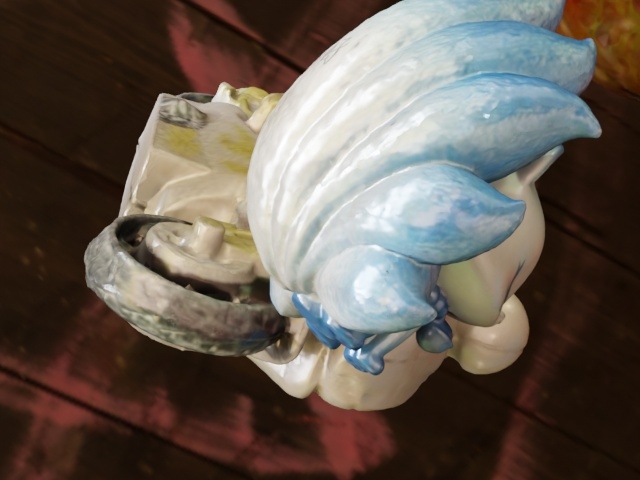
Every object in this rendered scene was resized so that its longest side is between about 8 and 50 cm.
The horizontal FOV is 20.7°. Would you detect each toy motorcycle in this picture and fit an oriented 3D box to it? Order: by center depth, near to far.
[{"bbox_3d":[0.000,0.000,0.905,0.222,0.341,0.108,20,-72,-7],"label":"toy motorcycle"}]

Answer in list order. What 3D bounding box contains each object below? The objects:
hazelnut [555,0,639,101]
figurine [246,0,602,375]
[{"bbox_3d":[0.225,-0.192,1.038,0.229,0.229,0.230,-8,-71,-23],"label":"hazelnut"},{"bbox_3d":[0.030,-0.020,0.434,0.079,0.114,0.114,43,-95,-3],"label":"figurine"}]
